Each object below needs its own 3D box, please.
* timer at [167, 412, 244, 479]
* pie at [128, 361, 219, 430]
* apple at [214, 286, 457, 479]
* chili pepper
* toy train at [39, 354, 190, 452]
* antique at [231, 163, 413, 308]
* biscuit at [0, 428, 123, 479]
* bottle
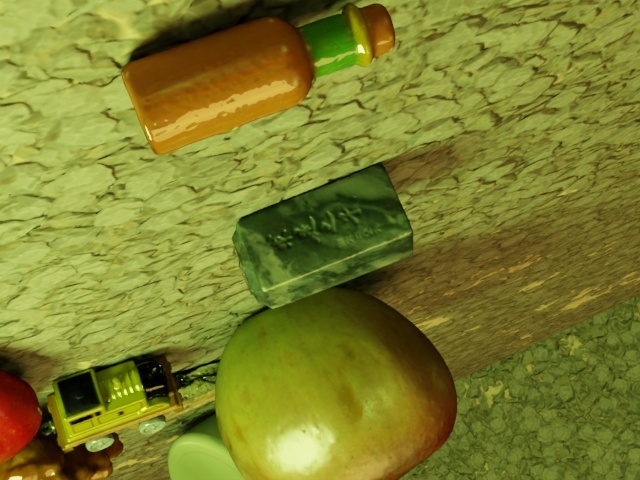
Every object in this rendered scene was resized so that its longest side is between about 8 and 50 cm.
[{"bbox_3d":[-0.108,0.434,2.000,0.315,0.291,0.291,-39,178,-43],"label":"timer"},{"bbox_3d":[-0.234,0.261,1.588,0.218,0.052,0.185,-15,160,-30],"label":"pie"},{"bbox_3d":[0.016,0.225,1.399,0.338,0.305,0.338,-34,164,-11],"label":"apple"},{"bbox_3d":[-0.411,0.207,1.181,0.137,0.092,0.368,13,149,-12],"label":"chili pepper"},{"bbox_3d":[-0.289,0.222,1.348,0.219,0.089,0.127,-17,152,-13],"label":"toy train"},{"bbox_3d":[0.000,0.000,1.033,0.183,0.088,0.086,-22,162,-3],"label":"antique"},{"bbox_3d":[-0.479,0.362,1.435,0.318,0.110,0.312,-22,173,8],"label":"biscuit"},{"bbox_3d":[-0.038,-0.118,0.662,0.187,0.069,0.069,-20,163,-6],"label":"bottle"}]
